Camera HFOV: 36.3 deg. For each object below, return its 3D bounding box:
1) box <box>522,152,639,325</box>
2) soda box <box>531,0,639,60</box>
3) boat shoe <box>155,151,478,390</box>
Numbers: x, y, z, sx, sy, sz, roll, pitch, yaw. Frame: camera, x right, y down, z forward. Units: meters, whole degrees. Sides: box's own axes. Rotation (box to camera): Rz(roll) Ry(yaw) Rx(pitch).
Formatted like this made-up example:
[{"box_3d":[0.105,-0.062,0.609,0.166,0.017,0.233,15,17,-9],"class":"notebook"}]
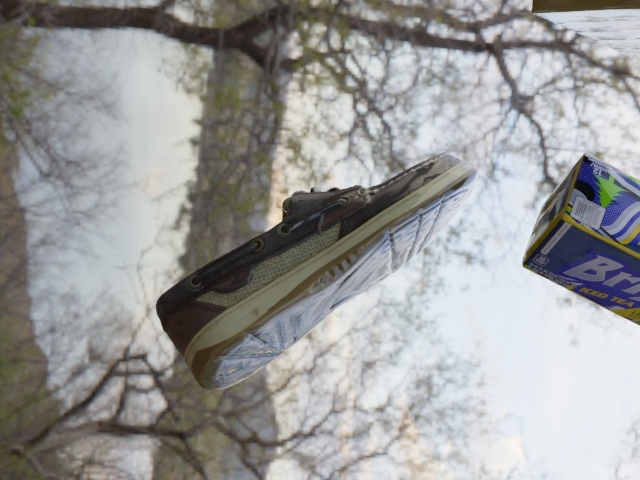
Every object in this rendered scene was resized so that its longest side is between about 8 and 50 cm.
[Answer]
[{"box_3d":[0.207,0.020,0.559,0.054,0.169,0.059,-62,178,-34],"class":"box"},{"box_3d":[0.157,-0.121,0.450,0.181,0.061,0.058,-7,100,-58],"class":"soda box"},{"box_3d":[-0.001,0.001,0.602,0.073,0.223,0.080,47,-20,20],"class":"boat shoe"}]
